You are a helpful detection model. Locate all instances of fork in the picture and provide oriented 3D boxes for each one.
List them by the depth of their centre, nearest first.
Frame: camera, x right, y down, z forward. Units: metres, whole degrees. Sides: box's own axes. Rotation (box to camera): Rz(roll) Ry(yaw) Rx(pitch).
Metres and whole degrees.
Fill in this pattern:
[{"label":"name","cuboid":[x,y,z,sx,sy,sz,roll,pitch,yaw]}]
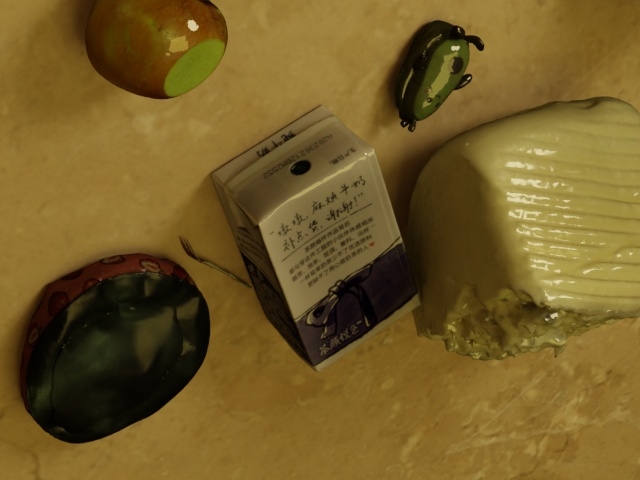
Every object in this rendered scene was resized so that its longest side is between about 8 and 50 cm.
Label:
[{"label":"fork","cuboid":[-0.101,0.025,1.482,0.012,0.016,0.115,-54,139,-2]}]

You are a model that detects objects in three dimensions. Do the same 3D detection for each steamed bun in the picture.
[{"label":"steamed bun","cuboid":[0.217,0.014,1.567,0.290,0.273,0.272,-7,158,-37]}]

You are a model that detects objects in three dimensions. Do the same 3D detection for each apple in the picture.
[{"label":"apple","cuboid":[-0.135,-0.167,1.249,0.102,0.099,0.114,-49,163,12]}]

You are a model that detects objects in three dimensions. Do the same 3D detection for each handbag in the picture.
[{"label":"handbag","cuboid":[0.107,-0.157,1.480,0.072,0.047,0.111,19,106,-44]}]

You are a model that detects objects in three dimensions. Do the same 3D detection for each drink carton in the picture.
[{"label":"drink carton","cuboid":[-0.001,0.000,1.477,0.134,0.102,0.222,-31,136,-12]}]

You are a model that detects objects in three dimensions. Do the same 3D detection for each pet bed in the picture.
[{"label":"pet bed","cuboid":[-0.191,0.100,1.441,0.201,0.053,0.201,-20,133,-24]}]
